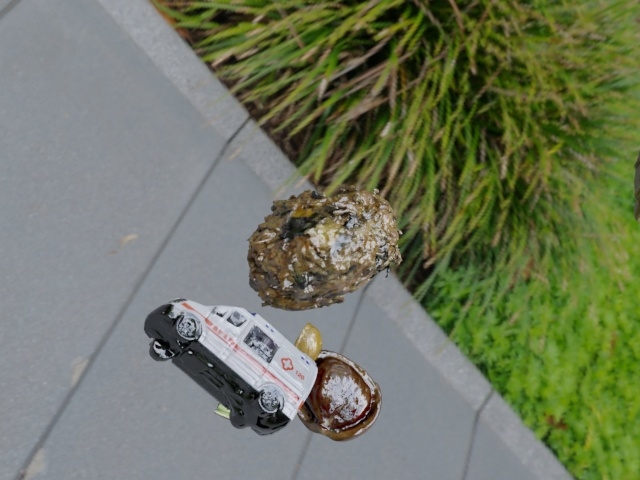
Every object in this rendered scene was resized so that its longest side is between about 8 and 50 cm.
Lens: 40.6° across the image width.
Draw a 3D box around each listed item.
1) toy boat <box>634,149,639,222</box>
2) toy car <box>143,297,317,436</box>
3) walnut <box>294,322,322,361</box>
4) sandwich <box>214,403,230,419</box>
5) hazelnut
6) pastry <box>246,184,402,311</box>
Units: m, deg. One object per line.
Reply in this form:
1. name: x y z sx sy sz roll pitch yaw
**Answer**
1. toy boat: 0.574 -0.166 1.117 0.135 0.445 0.162 1 57 -28
2. toy car: -0.105 0.132 1.025 0.209 0.089 0.108 41 51 -8
3. walnut: -0.026 0.224 1.774 0.052 0.121 0.091 28 56 11
4. sandwich: -0.163 0.333 1.666 0.083 0.044 0.031 24 85 -8
5. hazelnut: 0.034 0.332 1.853 0.170 0.201 0.160 -68 159 -1
6. pastry: 0.000 0.000 1.436 0.274 0.275 0.193 2 56 -49
